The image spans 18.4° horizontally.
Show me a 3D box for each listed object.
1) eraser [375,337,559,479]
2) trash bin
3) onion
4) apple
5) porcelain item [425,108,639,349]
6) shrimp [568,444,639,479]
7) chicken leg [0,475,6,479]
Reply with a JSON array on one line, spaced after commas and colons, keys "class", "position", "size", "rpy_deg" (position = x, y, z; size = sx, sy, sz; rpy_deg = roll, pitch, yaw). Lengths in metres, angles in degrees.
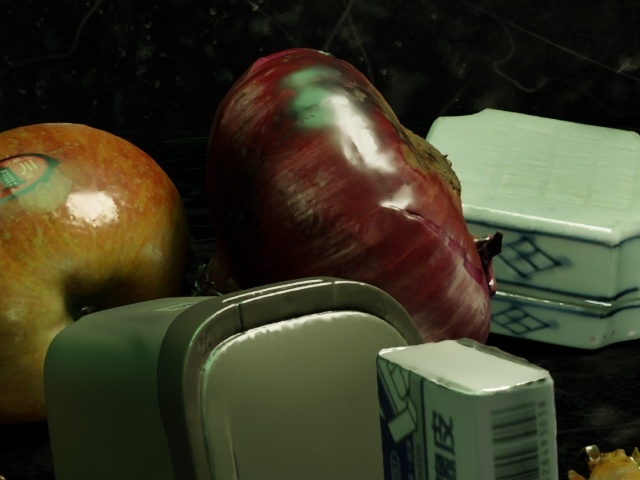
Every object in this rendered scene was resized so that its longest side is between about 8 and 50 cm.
[{"class": "eraser", "position": [0.093, 0.175, 1.204], "size": [0.068, 0.210, 0.124], "rpy_deg": [-10, 13, -27]}, {"class": "trash bin", "position": [-0.069, 0.139, 1.463], "size": [0.219, 0.219, 0.250], "rpy_deg": [-9, 6, -36]}, {"class": "onion", "position": [0.000, 0.000, 1.830], "size": [0.285, 0.348, 0.347], "rpy_deg": [-35, 11, 5]}, {"class": "apple", "position": [-0.263, 0.040, 1.831], "size": [0.309, 0.277, 0.250], "rpy_deg": [-34, 25, 1]}, {"class": "porcelain item", "position": [0.228, -0.011, 2.080], "size": [0.281, 0.157, 0.286], "rpy_deg": [10, 27, 7]}, {"class": "shrimp", "position": [0.260, 0.200, 1.440], "size": [0.154, 0.062, 0.294], "rpy_deg": [7, 12, -14]}, {"class": "chicken leg", "position": [-0.321, 0.179, 1.482], "size": [0.409, 0.182, 0.295], "rpy_deg": [8, -2, 16]}]
